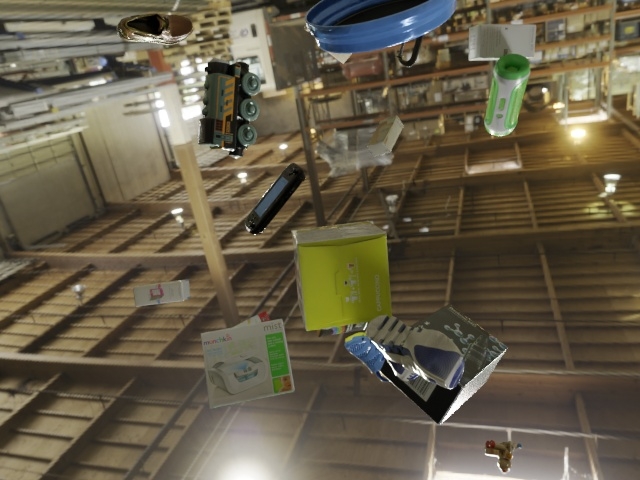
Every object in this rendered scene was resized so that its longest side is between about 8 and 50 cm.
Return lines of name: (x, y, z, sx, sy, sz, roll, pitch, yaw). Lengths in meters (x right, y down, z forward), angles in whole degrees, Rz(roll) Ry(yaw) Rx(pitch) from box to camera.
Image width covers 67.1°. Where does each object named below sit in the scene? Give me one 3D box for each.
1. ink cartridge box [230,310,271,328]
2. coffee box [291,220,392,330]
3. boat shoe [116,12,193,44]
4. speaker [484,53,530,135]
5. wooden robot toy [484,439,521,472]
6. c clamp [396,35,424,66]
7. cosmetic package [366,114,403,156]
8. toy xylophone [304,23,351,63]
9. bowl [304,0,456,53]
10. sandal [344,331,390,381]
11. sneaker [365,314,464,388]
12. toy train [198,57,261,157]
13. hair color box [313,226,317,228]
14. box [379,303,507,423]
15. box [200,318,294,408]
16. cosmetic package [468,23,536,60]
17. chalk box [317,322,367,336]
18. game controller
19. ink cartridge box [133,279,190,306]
ink cartridge box: (-0.288, 0.397, 2.052, 0.175, 0.127, 0.072, -24, 172, -23)
coffee box: (0.075, 0.125, 1.914, 0.338, 0.338, 0.334, -7, -169, -6)
boat shoe: (-0.637, -0.840, 1.913, 0.307, 0.111, 0.104, -24, -163, -32)
speaker: (0.687, -0.531, 1.790, 0.131, 0.296, 0.131, -5, -124, 7)
wooden robot toy: (0.509, 0.615, 1.370, 0.076, 0.173, 0.079, 10, -117, -1)
c clamp: (0.296, -0.670, 1.626, 0.022, 0.161, 0.137, -3, -157, -37)
cosmetic package: (0.179, -0.288, 1.332, 0.060, 0.041, 0.115, -9, -137, 44)
toy xylophone: (0.081, -0.812, 1.848, 0.322, 0.236, 0.081, -8, -130, 62)
bowl: (0.156, -0.589, 1.236, 0.391, 0.077, 0.391, -12, -142, 10)
sandal: (0.228, 0.492, 2.028, 0.126, 0.317, 0.138, -36, -146, 36)
sneaker: (0.289, 0.344, 1.418, 0.127, 0.182, 0.315, -45, -142, -20)
toy train: (-0.319, -0.457, 1.669, 0.190, 0.334, 0.142, 0, -172, -39)
hair color box: (0.000, 0.000, 2.464, 0.043, 0.072, 0.141, 7, -147, -34)
box: (0.481, 0.462, 1.874, 0.293, 0.212, 0.395, 38, -147, 30)
box: (-0.228, 0.388, 1.536, 0.261, 0.231, 0.127, -9, 165, -6)
cosmetic package: (0.656, -0.715, 1.745, 0.231, 0.117, 0.085, -7, -164, -13)
chalk box: (0.118, 0.303, 2.198, 0.288, 0.180, 0.179, -8, -125, -14)
game controller: (-0.181, -0.163, 1.870, 0.319, 0.067, 0.166, -51, -144, 3)
ink cartridge box: (-0.405, 0.133, 1.236, 0.122, 0.052, 0.088, -5, 179, -4)
